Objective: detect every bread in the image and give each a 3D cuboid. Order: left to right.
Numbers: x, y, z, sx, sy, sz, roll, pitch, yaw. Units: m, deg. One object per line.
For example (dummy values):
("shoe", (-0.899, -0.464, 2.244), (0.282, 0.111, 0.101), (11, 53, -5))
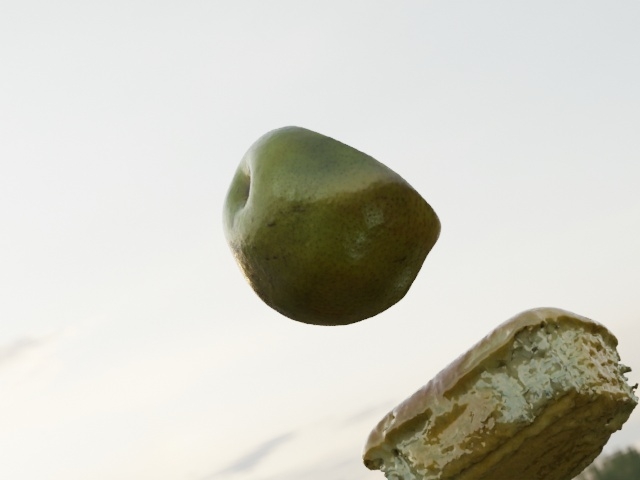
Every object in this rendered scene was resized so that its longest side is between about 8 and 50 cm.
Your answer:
("bread", (0.162, 0.161, 1.391), (0.174, 0.121, 0.245), (21, -50, -42))

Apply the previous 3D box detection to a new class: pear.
("pear", (0.000, 0.000, 0.985), (0.104, 0.141, 0.141), (-62, -13, -11))
